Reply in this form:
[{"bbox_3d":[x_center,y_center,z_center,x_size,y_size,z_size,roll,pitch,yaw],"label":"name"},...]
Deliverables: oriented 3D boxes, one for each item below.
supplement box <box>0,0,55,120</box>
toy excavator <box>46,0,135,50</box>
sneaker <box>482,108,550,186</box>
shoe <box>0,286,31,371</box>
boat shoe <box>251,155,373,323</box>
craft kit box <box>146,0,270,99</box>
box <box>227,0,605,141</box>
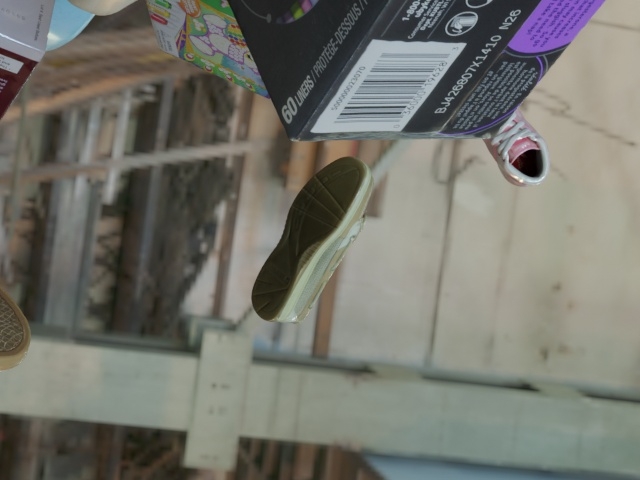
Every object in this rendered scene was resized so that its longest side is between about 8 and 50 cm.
[{"bbox_3d":[-0.311,-0.123,1.128,0.239,0.130,0.073,-43,-145,43],"label":"supplement box"},{"bbox_3d":[-0.258,-0.298,1.421,0.433,0.222,0.445,-44,-132,26],"label":"toy excavator"},{"bbox_3d":[0.164,-0.105,1.313,0.134,0.051,0.070,58,-2,-12],"label":"sneaker"},{"bbox_3d":[-0.297,0.036,0.968,0.058,0.219,0.076,122,-11,-45],"label":"shoe"},{"bbox_3d":[0.001,0.002,1.180,0.056,0.048,0.153,40,-73,40],"label":"boat shoe"},{"bbox_3d":[-0.074,-0.237,1.587,0.250,0.247,0.061,84,30,-69],"label":"craft kit box"},{"bbox_3d":[0.027,-0.206,0.802,0.165,0.143,0.270,-53,-129,43],"label":"box"}]
